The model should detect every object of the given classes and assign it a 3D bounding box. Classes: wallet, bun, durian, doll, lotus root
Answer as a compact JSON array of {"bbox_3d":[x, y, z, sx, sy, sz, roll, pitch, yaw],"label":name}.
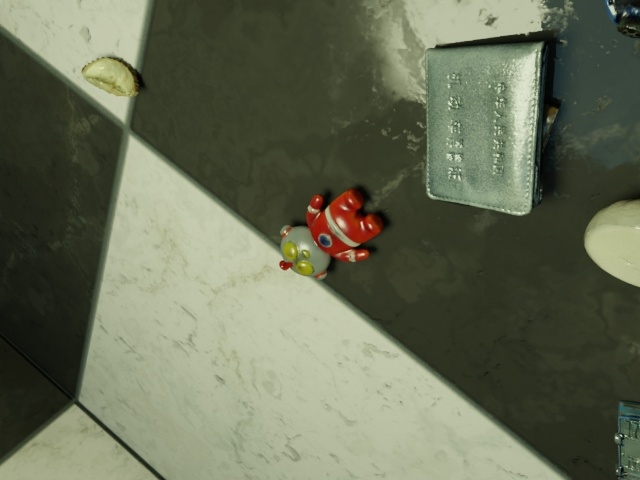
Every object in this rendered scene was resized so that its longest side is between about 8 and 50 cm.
[{"bbox_3d":[0.215,-0.145,0.647,0.167,0.036,0.222,18,126,42],"label":"wallet"},{"bbox_3d":[0.412,-0.007,0.602,0.138,0.094,0.138,35,167,9],"label":"bun"},{"bbox_3d":[-0.399,-0.319,0.934,0.130,0.066,0.052,24,128,7],"label":"durian"},{"bbox_3d":[0.000,0.000,0.873,0.245,0.076,0.142,-33,97,36],"label":"doll"},{"bbox_3d":[0.284,-0.138,0.635,0.030,0.037,0.083,23,127,24],"label":"lotus root"}]

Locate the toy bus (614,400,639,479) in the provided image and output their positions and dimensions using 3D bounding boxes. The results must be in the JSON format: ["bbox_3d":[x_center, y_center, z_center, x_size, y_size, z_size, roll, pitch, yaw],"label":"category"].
[{"bbox_3d":[0.499,0.330,0.768,0.051,0.061,0.153,0,116,33],"label":"toy bus"}]

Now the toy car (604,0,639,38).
[{"bbox_3d":[0.391,-0.233,0.487,0.216,0.063,0.103,28,109,10],"label":"toy car"}]
